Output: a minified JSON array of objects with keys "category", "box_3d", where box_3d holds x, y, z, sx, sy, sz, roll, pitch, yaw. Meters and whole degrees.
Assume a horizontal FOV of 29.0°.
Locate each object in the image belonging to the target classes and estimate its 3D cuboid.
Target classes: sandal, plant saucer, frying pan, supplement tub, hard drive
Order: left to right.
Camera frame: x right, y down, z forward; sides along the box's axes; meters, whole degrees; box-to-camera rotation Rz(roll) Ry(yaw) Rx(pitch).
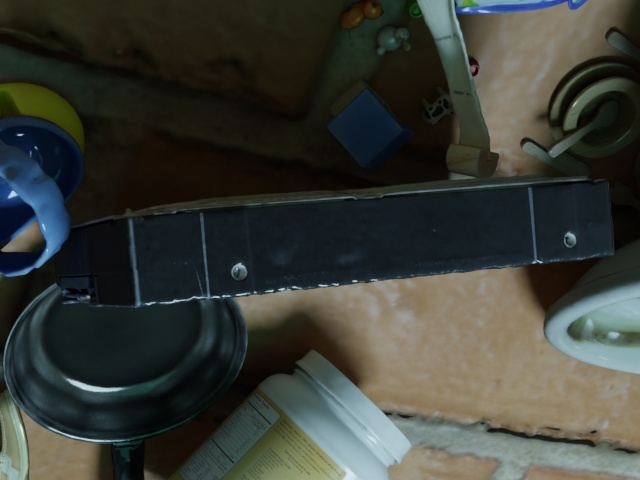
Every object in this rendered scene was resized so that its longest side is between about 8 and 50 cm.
[{"category":"sandal","box_3d":[-0.293,-0.009,0.812,0.317,0.138,0.126,-24,127,-16]},{"category":"frying pan","box_3d":[-0.141,0.133,1.052,0.197,0.053,0.326,-22,130,-2]},{"category":"supplement tub","box_3d":[-0.033,0.206,1.058,0.199,0.144,0.144,-45,128,-8]},{"category":"hard drive","box_3d":[0.000,0.000,0.876,0.339,0.237,0.064,-6,90,-22]},{"category":"plant saucer","box_3d":[0.391,0.036,1.048,0.401,0.100,0.400,2,163,1]}]

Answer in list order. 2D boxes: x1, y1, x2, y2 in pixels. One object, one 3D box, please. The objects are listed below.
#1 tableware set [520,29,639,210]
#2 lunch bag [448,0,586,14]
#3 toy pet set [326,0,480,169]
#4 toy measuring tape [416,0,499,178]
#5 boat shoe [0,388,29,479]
[{"category":"tableware set","box_3d":[0.275,-0.082,1.040,0.194,0.039,0.128,23,115,-30]},{"category":"lunch bag","box_3d":[0.160,-0.231,0.854,0.151,0.096,0.128,-7,139,-16]},{"category":"toy pet set","box_3d":[0.058,-0.114,0.928,0.114,0.065,0.122,-42,126,14]},{"category":"toy measuring tape","box_3d":[0.035,-0.177,0.816,0.121,0.121,0.330,-18,112,-5]},{"category":"boat shoe","box_3d":[-0.271,0.182,1.045,0.045,0.050,0.135,-8,127,-20]}]
